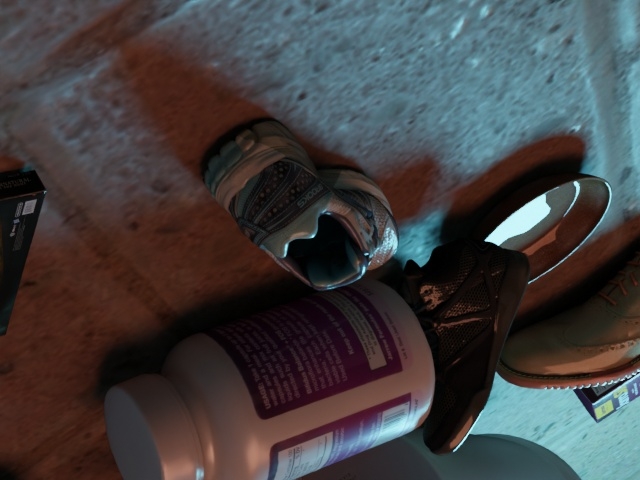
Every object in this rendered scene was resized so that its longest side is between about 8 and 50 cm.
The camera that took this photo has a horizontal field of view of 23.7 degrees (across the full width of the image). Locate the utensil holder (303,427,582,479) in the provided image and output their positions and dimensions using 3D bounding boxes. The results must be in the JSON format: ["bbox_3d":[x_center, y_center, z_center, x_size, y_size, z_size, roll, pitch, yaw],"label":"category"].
[{"bbox_3d":[0.140,0.400,1.947,0.327,0.327,0.385,-44,151,19],"label":"utensil holder"}]

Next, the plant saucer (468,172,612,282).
[{"bbox_3d":[0.230,-0.013,1.679,0.199,0.036,0.198,-26,152,-14],"label":"plant saucer"}]

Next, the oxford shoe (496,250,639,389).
[{"bbox_3d":[0.398,0.074,1.953,0.397,0.140,0.146,-20,120,-17],"label":"oxford shoe"}]

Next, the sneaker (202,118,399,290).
[{"bbox_3d":[0.000,0.000,1.347,0.110,0.122,0.283,-40,153,14],"label":"sneaker"}]

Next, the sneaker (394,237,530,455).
[{"bbox_3d":[0.123,0.102,1.573,0.130,0.087,0.227,19,88,-16],"label":"sneaker"}]

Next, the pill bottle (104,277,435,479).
[{"bbox_3d":[-0.052,0.155,1.498,0.302,0.169,0.169,-17,149,-29],"label":"pill bottle"}]

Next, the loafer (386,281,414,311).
[{"bbox_3d":[0.060,0.128,1.674,0.080,0.078,0.220,-6,142,-43],"label":"loafer"}]

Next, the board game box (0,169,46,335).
[{"bbox_3d":[-0.289,0.025,1.175,0.126,0.026,0.186,-14,148,-33],"label":"board game box"}]

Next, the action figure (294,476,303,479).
[{"bbox_3d":[-0.139,0.338,1.649,0.341,0.178,0.330,-28,171,6],"label":"action figure"}]

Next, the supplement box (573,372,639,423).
[{"bbox_3d":[0.445,0.166,2.164,0.188,0.080,0.104,-33,154,0],"label":"supplement box"}]
